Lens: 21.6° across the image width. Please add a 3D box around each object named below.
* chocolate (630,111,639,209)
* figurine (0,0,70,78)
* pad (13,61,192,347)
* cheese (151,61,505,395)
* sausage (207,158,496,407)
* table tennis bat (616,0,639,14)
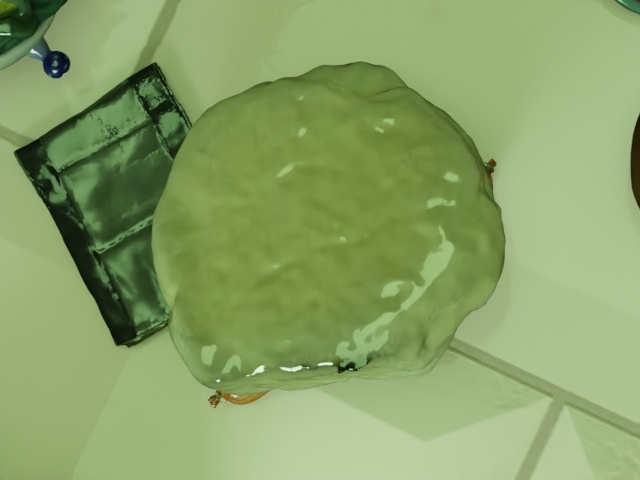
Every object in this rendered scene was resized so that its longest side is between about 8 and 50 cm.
[{"bbox_3d":[0.351,-0.079,1.466,0.177,0.177,0.177,-1,84,9],"label":"chocolate"},{"bbox_3d":[-0.398,-0.286,1.598,0.382,0.186,0.261,30,79,16],"label":"figurine"},{"bbox_3d":[-0.174,-0.032,1.616,0.174,0.022,0.233,-32,79,6],"label":"pad"},{"bbox_3d":[0.000,0.000,1.490,0.318,0.115,0.326,32,87,25],"label":"cheese"},{"bbox_3d":[0.030,0.041,1.557,0.348,0.053,0.053,-40,80,3],"label":"sausage"},{"bbox_3d":[0.336,-0.322,1.533,0.153,0.040,0.244,22,96,-7],"label":"table tennis bat"}]
